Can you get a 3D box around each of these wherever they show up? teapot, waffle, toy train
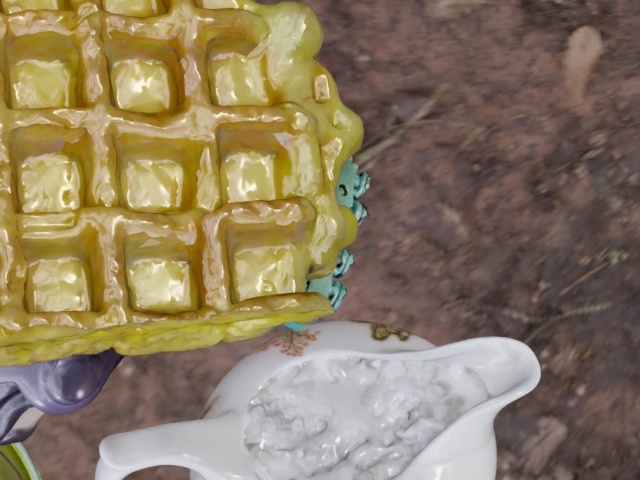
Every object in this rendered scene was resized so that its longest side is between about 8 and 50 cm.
[{"bbox_3d":[0.002,0.144,1.068,0.298,0.139,0.204,-18,56,-3],"label":"teapot"},{"bbox_3d":[-0.099,-0.065,0.600,0.229,0.057,0.219,-5,75,-17],"label":"waffle"},{"bbox_3d":[0.000,0.000,0.791,0.029,0.092,0.045,25,149,-21],"label":"toy train"}]

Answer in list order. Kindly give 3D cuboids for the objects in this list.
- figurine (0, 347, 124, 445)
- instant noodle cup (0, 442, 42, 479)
[{"bbox_3d":[-0.162,0.033,0.801,0.222,0.145,0.145,-31,87,-5],"label":"figurine"},{"bbox_3d":[-0.389,0.280,1.437,0.311,0.221,0.311,0,90,-14],"label":"instant noodle cup"}]
